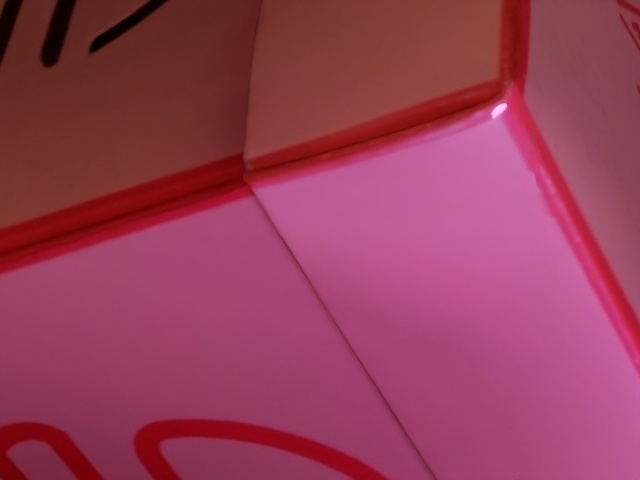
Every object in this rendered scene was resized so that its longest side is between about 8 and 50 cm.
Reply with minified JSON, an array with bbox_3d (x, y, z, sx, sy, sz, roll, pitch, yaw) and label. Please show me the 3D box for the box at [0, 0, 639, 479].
[{"bbox_3d":[0.000,0.000,0.696,0.312,0.300,0.314,56,28,-35],"label":"box"}]
